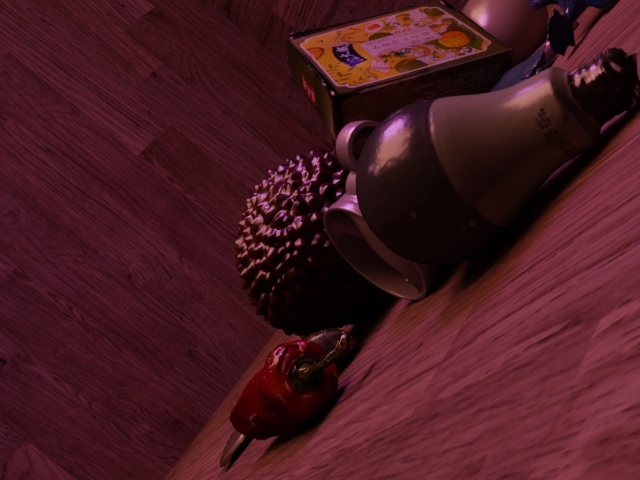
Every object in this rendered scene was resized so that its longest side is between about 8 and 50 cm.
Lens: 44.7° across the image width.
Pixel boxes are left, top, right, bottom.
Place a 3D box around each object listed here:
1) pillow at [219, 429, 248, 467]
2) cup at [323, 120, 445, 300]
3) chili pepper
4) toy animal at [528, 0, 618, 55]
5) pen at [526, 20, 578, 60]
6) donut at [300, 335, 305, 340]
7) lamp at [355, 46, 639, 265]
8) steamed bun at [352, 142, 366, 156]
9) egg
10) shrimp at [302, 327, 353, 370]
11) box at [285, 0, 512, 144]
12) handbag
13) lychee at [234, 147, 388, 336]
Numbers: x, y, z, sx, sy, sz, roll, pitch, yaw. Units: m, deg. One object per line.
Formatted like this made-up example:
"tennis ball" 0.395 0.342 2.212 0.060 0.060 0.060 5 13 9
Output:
"pillow" -0.130 0.356 1.554 0.217 0.033 0.130 -51 4 4
"cup" 0.123 -0.062 1.013 0.202 0.166 0.221 -48 -32 -20
"chili pepper" -0.054 0.220 1.115 0.110 0.110 0.387 -52 0 -33
"toy animal" 0.469 -0.468 1.399 0.239 0.256 0.176 8 21 44
"pen" 0.472 -0.394 1.666 0.197 0.032 0.053 -47 4 32
"donut" 0.002 0.124 1.979 0.272 0.107 0.272 -53 1 1
"lamp" 0.186 -0.075 0.820 0.313 0.182 0.182 -11 24 30
"steamed bun" 0.182 -0.217 1.914 0.342 0.255 0.367 -50 2 -26
"egg" 0.454 -0.531 1.936 0.219 0.219 0.269 -50 4 44
"shrimp" -0.020 0.202 1.220 0.233 0.079 0.090 124 146 -45
"box" 0.171 -0.397 1.781 0.420 0.138 0.373 -17 38 -9
"handbag" 0.381 -0.290 1.548 0.221 0.057 0.144 -51 8 -34
"lychee" 0.000 0.000 1.290 0.306 0.306 0.330 -50 -3 35
